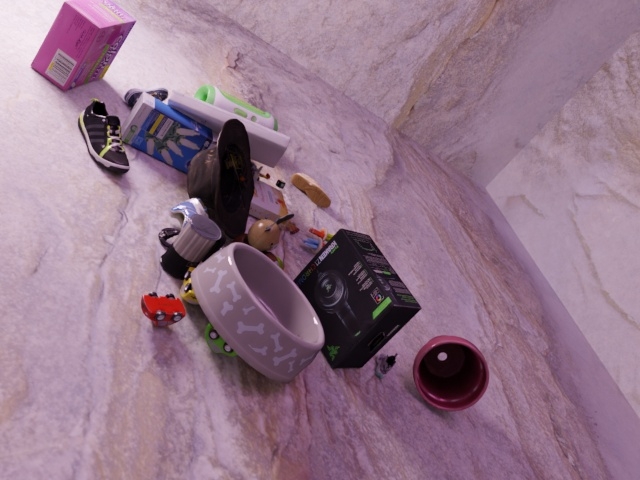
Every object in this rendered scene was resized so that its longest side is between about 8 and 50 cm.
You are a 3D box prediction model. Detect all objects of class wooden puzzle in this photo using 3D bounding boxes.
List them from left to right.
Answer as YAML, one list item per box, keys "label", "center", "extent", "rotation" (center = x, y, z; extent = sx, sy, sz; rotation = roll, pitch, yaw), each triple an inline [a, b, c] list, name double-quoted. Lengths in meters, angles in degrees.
- label: "wooden puzzle"
  center: [-0.092, -0.042, 2.109]
  extent: [0.049, 0.006, 0.083]
  rotation: [43, 24, 6]

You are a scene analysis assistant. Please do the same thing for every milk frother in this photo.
- label: "milk frother"
  center: [-0.309, -0.009, 1.563]
  extent: [0.143, 0.135, 0.129]
  rotation: [45, 23, 10]

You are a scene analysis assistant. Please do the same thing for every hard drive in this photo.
- label: "hard drive"
  center: [-0.277, -0.324, 1.996]
  extent: [0.353, 0.047, 0.233]
  rotation: [22, -12, -10]

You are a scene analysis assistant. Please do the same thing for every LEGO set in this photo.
- label: "LEGO set"
  center: [-0.222, -0.242, 2.123]
  extent: [0.244, 0.060, 0.182]
  rotation: [34, 13, 16]

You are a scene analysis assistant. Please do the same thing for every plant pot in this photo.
- label: "plant pot"
  center: [0.356, 0.351, 1.890]
  extent: [0.201, 0.201, 0.180]
  rotation: [40, 9, -2]

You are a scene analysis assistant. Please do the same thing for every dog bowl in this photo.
- label: "dog bowl"
  center: [-0.127, 0.149, 1.507]
  extent: [0.349, 0.102, 0.349]
  rotation: [45, 12, -12]

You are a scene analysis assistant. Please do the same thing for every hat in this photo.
- label: "hat"
  center: [-0.279, -0.165, 1.809]
  extent: [0.134, 0.331, 0.331]
  rotation: [1, 22, 10]

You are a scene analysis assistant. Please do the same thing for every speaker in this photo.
- label: "speaker"
  center: [-0.293, -0.428, 2.335]
  extent: [0.296, 0.131, 0.131]
  rotation: [20, 31, -39]

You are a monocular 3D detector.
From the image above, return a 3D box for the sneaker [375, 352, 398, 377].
- label: "sneaker"
  center: [0.182, 0.320, 1.809]
  extent: [0.038, 0.069, 0.098]
  rotation: [37, 24, -11]

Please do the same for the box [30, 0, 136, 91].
- label: "box"
  center: [-0.659, -0.555, 1.894]
  extent: [0.117, 0.213, 0.243]
  rotation: [37, 23, -8]

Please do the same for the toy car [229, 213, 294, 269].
- label: "toy car"
  center: [-0.136, 0.007, 1.727]
  extent: [0.149, 0.188, 0.155]
  rotation: [44, 24, 8]

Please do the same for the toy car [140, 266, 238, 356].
- label: "toy car"
  center: [-0.253, 0.173, 1.432]
  extent: [0.225, 0.053, 0.239]
  rotation: [43, 24, 3]

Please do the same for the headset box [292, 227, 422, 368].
- label: "headset box"
  center: [0.083, 0.158, 1.726]
  extent: [0.131, 0.246, 0.283]
  rotation: [12, 38, -49]

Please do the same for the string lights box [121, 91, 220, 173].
- label: "string lights box"
  center: [-0.413, -0.289, 1.898]
  extent: [0.260, 0.133, 0.077]
  rotation: [27, 25, -29]

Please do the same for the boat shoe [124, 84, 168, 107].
- label: "boat shoe"
  center: [-0.516, -0.424, 2.078]
  extent: [0.083, 0.065, 0.183]
  rotation: [46, 31, 9]

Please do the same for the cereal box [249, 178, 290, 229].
- label: "cereal box"
  center: [-0.211, -0.139, 2.047]
  extent: [0.240, 0.047, 0.173]
  rotation: [25, 27, -31]

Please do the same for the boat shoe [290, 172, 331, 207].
- label: "boat shoe"
  center: [-0.025, -0.184, 2.390]
  extent: [0.170, 0.063, 0.059]
  rotation: [41, 29, 3]

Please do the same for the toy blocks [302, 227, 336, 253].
- label: "toy blocks"
  center: [0.000, 0.000, 2.116]
  extent: [0.148, 0.054, 0.123]
  rotation: [22, 30, -36]

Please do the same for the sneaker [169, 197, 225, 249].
- label: "sneaker"
  center: [-0.302, -0.011, 1.676]
  extent: [0.081, 0.080, 0.211]
  rotation: [-18, 60, -34]

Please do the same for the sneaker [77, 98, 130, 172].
- label: "sneaker"
  center: [-0.546, -0.272, 1.714]
  extent: [0.084, 0.097, 0.234]
  rotation: [1, 45, -55]
